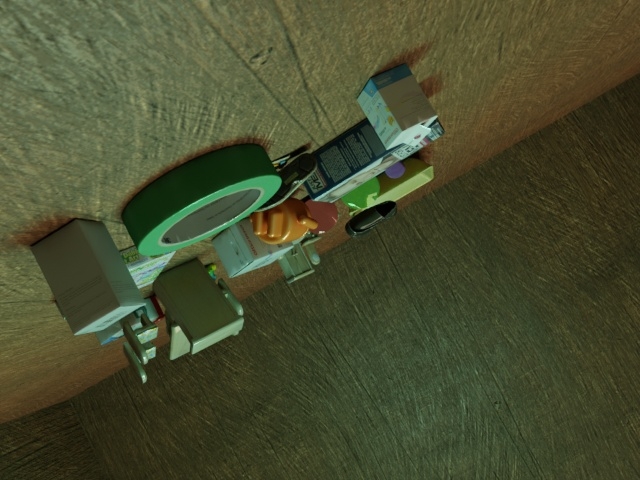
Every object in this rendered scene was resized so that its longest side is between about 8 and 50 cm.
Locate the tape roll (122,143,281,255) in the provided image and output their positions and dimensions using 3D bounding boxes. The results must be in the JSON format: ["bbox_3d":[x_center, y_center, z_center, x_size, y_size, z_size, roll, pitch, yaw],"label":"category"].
[{"bbox_3d":[-0.236,-0.078,1.294,0.321,0.077,0.321,-29,172,-4],"label":"tape roll"}]

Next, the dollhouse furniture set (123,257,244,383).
[{"bbox_3d":[-0.404,0.287,2.030,0.362,0.256,0.394,-24,153,-30],"label":"dollhouse furniture set"}]

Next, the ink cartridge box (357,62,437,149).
[{"bbox_3d":[0.156,-0.258,1.276,0.090,0.143,0.092,-27,172,-20],"label":"ink cartridge box"}]

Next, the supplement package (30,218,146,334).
[{"bbox_3d":[-0.418,0.065,1.158,0.105,0.179,0.105,-30,173,8],"label":"supplement package"}]

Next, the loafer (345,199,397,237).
[{"bbox_3d":[0.182,-0.089,2.269,0.220,0.080,0.078,-32,165,-19],"label":"loafer"}]

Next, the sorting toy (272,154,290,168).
[{"bbox_3d":[-0.100,-0.166,1.457,0.062,0.012,0.083,-27,172,-17],"label":"sorting toy"}]

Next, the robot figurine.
[{"bbox_3d":[-0.102,-0.055,1.765,0.158,0.128,0.219,-32,172,24],"label":"robot figurine"}]

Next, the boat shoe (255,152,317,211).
[{"bbox_3d":[-0.087,-0.130,1.467,0.190,0.068,0.072,-32,-175,2],"label":"boat shoe"}]

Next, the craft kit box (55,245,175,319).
[{"bbox_3d":[-0.499,0.090,1.548,0.250,0.061,0.246,-25,169,-33],"label":"craft kit box"}]

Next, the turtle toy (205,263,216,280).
[{"bbox_3d":[-0.405,0.135,2.179,0.095,0.066,0.130,-22,170,-43],"label":"turtle toy"}]

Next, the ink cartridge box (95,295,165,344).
[{"bbox_3d":[-0.629,0.262,2.150,0.134,0.078,0.231,-34,171,31],"label":"ink cartridge box"}]

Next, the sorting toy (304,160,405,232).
[{"bbox_3d":[0.092,-0.164,2.017,0.366,0.127,0.126,-32,-158,5],"label":"sorting toy"}]

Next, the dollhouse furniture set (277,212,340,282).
[{"bbox_3d":[0.000,0.000,2.304,0.356,0.173,0.303,-30,175,42],"label":"dollhouse furniture set"}]

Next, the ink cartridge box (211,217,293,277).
[{"bbox_3d":[-0.198,0.010,1.856,0.127,0.128,0.176,-34,170,39],"label":"ink cartridge box"}]

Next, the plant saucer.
[{"bbox_3d":[0.253,-0.198,2.360,0.333,0.081,0.333,-30,174,8],"label":"plant saucer"}]

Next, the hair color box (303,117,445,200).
[{"bbox_3d":[0.124,-0.223,1.566,0.347,0.105,0.174,-30,173,16],"label":"hair color box"}]
